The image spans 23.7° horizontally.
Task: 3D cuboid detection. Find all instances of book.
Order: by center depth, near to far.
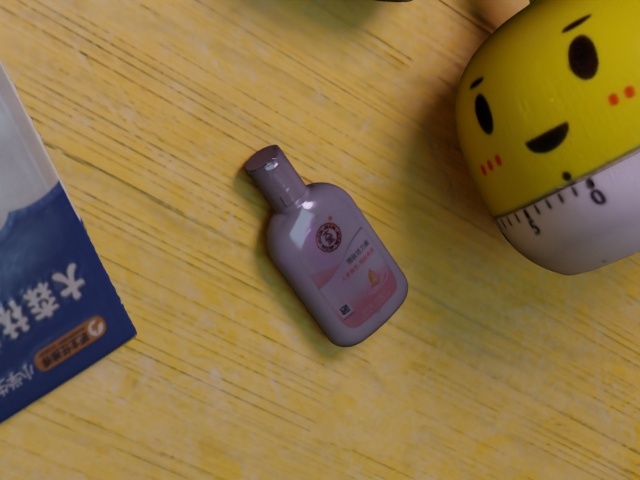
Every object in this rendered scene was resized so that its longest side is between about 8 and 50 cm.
[{"bbox_3d":[-0.280,-0.013,1.008,0.228,0.018,0.322,-33,112,-21],"label":"book"}]

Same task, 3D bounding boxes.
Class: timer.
[{"bbox_3d":[0.210,-0.137,1.139,0.285,0.285,0.285,-5,100,-28],"label":"timer"}]

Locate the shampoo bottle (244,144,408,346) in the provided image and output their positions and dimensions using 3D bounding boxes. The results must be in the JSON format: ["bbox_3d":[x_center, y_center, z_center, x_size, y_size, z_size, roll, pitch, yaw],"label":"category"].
[{"bbox_3d":[0.000,0.000,1.152,0.080,0.040,0.165,-42,116,-16],"label":"shampoo bottle"}]
